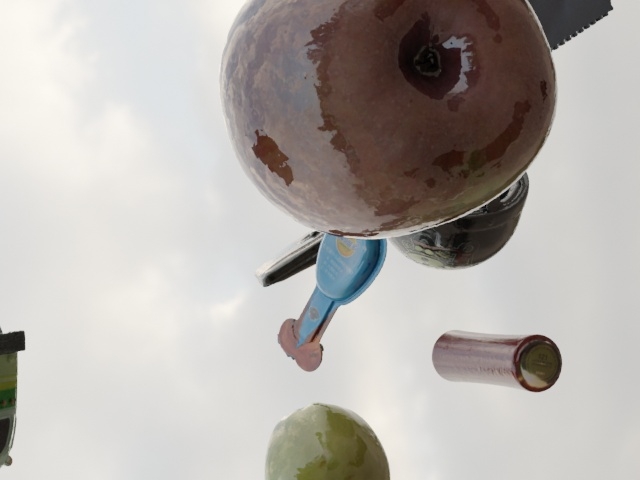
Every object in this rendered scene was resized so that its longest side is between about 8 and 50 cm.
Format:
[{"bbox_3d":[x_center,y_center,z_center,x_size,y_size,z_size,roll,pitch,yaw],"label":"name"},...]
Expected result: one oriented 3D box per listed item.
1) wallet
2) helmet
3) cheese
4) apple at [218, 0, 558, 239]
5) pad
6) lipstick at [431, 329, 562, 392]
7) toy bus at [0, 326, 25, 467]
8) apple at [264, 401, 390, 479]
[{"bbox_3d":[0.000,0.000,2.189,0.245,0.168,0.052,-29,-79,-5],"label":"wallet"},{"bbox_3d":[0.189,-0.052,1.990,0.279,0.230,0.160,-74,-9,-60],"label":"helmet"},{"bbox_3d":[0.016,0.058,1.711,0.037,0.106,0.256,0,-53,-46],"label":"cheese"},{"bbox_3d":[0.061,-0.139,1.216,0.306,0.235,0.306,1,-93,-17],"label":"apple"},{"bbox_3d":[0.348,-0.424,1.948,0.269,0.012,0.270,-33,-64,-44],"label":"pad"},{"bbox_3d":[0.240,0.164,1.833,0.080,0.241,0.080,1,-93,-22],"label":"lipstick"},{"bbox_3d":[-0.431,0.156,1.320,0.133,0.276,0.165,-3,-88,-54],"label":"toy bus"},{"bbox_3d":[0.008,0.333,1.889,0.200,0.200,0.200,-24,-61,-53],"label":"apple"}]
